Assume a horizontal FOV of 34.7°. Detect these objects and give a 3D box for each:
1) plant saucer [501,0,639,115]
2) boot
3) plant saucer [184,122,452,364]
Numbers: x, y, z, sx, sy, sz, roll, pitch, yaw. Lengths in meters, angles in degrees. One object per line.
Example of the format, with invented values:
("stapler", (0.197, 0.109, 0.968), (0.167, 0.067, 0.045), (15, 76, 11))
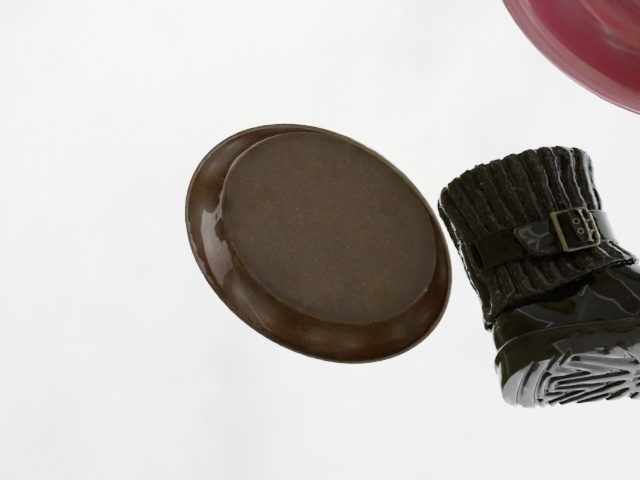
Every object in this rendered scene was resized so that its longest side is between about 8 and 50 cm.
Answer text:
("plant saucer", (0.272, -0.227, 0.674), (0.332, 0.332, 0.084), (-15, -149, 40))
("boot", (0.310, 0.025, 1.053), (0.131, 0.348, 0.260), (101, -16, -49))
("plant saucer", (0.000, 0.000, 0.607), (0.168, 0.168, 0.029), (-22, -158, 36))
